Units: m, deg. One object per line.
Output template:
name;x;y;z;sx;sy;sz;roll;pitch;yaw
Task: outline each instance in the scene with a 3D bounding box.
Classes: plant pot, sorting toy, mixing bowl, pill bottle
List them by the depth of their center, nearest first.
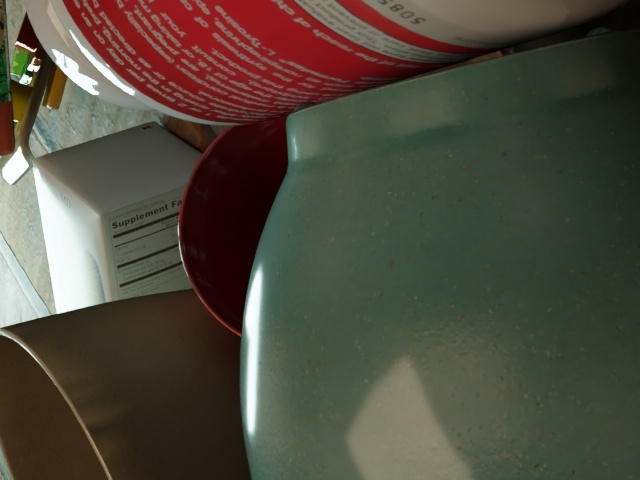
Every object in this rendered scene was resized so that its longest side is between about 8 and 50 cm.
plant pot;0.089;0.013;0.535;0.293;0.293;0.196;-5;99;58
pill bottle;-0.018;-0.187;0.618;0.408;0.229;0.229;-7;103;58
mixing bowl;0.000;0.000;0.799;0.181;0.181;0.098;57;177;17
plant pot;-0.076;0.135;0.871;0.256;0.274;0.256;36;138;41
sorting toy;-0.294;-0.163;1.133;0.348;0.047;0.196;168;115;-68

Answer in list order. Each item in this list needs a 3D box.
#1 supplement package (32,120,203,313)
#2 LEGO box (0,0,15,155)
supplement package;-0.172;0.032;1.091;0.139;0.134;0.244;33;135;43
LEGO box;-0.411;-0.362;1.018;0.372;0.193;0.500;100;154;-43
